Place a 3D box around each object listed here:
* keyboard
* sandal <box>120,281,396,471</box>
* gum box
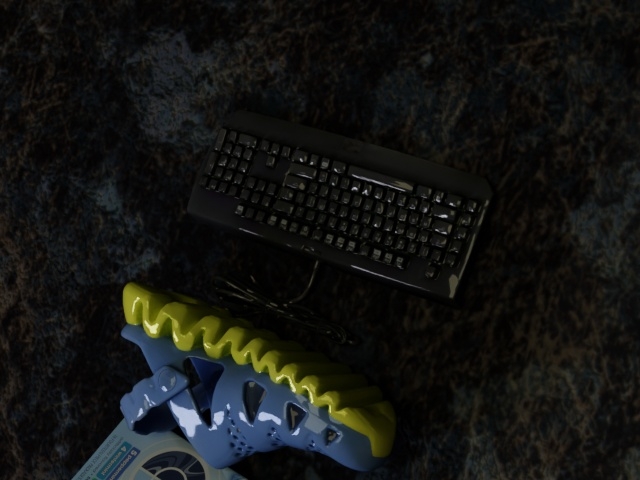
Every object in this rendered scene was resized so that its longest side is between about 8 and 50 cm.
[{"bbox_3d":[0.000,0.000,1.493,0.317,0.033,0.201,18,91,34],"label":"keyboard"},{"bbox_3d":[-0.069,0.148,1.453,0.317,0.126,0.138,21,92,37],"label":"sandal"},{"bbox_3d":[-0.156,0.263,1.495,0.184,0.041,0.157,26,66,33],"label":"gum box"}]
